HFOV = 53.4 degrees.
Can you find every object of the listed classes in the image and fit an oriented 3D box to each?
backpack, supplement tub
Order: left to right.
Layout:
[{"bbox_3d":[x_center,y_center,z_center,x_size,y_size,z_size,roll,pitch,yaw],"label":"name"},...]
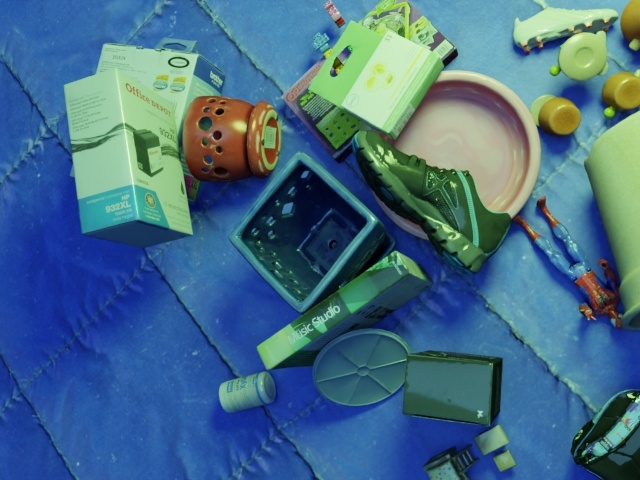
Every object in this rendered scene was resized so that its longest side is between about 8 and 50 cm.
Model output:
[{"bbox_3d":[-0.157,0.328,1.376,0.107,0.071,0.070,-18,77,15],"label":"supplement tub"},{"bbox_3d":[0.542,0.346,1.102,0.158,0.117,0.173,32,94,21],"label":"backpack"}]

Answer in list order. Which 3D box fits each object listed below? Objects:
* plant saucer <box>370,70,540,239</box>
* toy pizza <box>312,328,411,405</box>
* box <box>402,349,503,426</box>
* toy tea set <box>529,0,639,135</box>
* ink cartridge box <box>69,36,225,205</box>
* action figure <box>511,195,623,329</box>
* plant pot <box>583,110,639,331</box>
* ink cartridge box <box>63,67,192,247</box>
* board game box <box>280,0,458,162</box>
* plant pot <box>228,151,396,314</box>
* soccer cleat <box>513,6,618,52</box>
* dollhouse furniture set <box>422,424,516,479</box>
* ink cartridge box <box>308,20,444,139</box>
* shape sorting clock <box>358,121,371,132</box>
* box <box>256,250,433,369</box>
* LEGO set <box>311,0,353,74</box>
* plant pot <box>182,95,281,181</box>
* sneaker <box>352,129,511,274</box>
[{"bbox_3d":[0.258,-0.163,1.260,0.332,0.084,0.331,2,97,12],"label":"plant saucer"},{"bbox_3d":[0.083,0.249,1.266,0.201,0.201,0.032,-34,30,12],"label":"toy pizza"},{"bbox_3d":[0.249,0.265,1.169,0.153,0.207,0.108,3,83,20],"label":"box"},{"bbox_3d":[0.555,-0.332,1.219,0.336,0.124,0.200,-23,105,12],"label":"toy tea set"},{"bbox_3d":[-0.396,-0.304,1.506,0.270,0.151,0.395,12,88,19],"label":"ink cartridge box"},{"bbox_3d":[0.467,0.046,1.167,0.091,0.139,0.280,-38,74,12],"label":"action figure"},{"bbox_3d":[0.605,-0.052,1.057,0.334,0.334,0.305,-23,64,15],"label":"plant pot"},{"bbox_3d":[-0.383,-0.157,1.289,0.129,0.223,0.307,-14,79,15],"label":"ink cartridge box"},{"bbox_3d":[0.102,-0.360,1.398,0.347,0.056,0.208,-41,76,10],"label":"board game box"},{"bbox_3d":[0.000,0.000,1.285,0.236,0.212,0.236,43,97,26],"label":"plant pot"},{"bbox_3d":[0.483,-0.436,1.264,0.196,0.068,0.076,-9,76,21],"label":"soccer cleat"},{"bbox_3d":[0.308,0.462,1.177,0.161,0.101,0.181,-32,73,12],"label":"dollhouse furniture set"},{"bbox_3d":[0.094,-0.322,1.230,0.235,0.056,0.171,36,96,24],"label":"ink cartridge box"},{"bbox_3d":[0.183,-0.222,1.335,0.206,0.040,0.206,2,96,14],"label":"shape sorting clock"},{"bbox_3d":[0.056,0.143,1.241,0.322,0.232,0.058,-37,71,11],"label":"box"},{"bbox_3d":[0.040,-0.408,1.352,0.087,0.093,0.227,-35,73,12],"label":"LEGO set"},{"bbox_3d":[-0.188,-0.220,1.406,0.174,0.191,0.191,6,84,14],"label":"plant pot"},{"bbox_3d":[0.203,-0.094,1.193,0.341,0.125,0.139,44,86,-1],"label":"sneaker"}]
